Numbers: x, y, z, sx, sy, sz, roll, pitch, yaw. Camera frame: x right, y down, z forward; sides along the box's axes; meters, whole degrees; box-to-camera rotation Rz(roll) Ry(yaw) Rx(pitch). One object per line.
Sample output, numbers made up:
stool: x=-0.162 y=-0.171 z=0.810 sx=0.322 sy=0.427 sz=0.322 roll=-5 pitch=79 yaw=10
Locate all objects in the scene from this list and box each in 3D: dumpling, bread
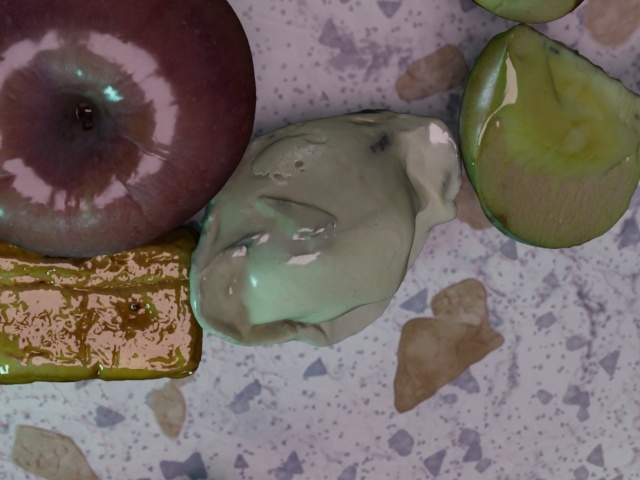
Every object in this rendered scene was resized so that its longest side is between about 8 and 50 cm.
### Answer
dumpling: x=0.000 y=0.000 z=1.211 sx=0.318 sy=0.187 sz=0.243 roll=-34 pitch=138 yaw=-15
bread: x=-0.261 y=0.065 z=1.194 sx=0.294 sy=0.132 sz=0.167 roll=0 pitch=107 yaw=-9

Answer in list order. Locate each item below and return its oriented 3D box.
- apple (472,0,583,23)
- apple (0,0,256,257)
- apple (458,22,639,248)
apple: x=0.205 y=-0.309 z=1.135 sx=0.173 sy=0.160 sz=0.195 roll=19 pitch=146 yaw=1
apple: x=-0.211 y=-0.132 z=1.086 sx=0.305 sy=0.235 sz=0.306 roll=-2 pitch=106 yaw=-6
apple: x=0.219 y=-0.097 z=1.211 sx=0.265 sy=0.120 sz=0.193 roll=19 pitch=95 yaw=-39
